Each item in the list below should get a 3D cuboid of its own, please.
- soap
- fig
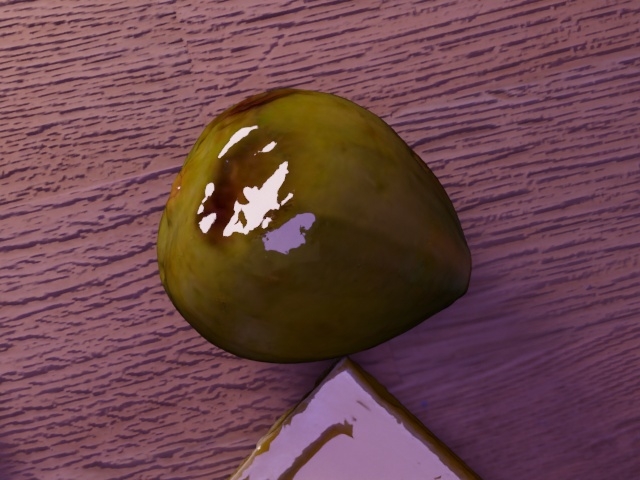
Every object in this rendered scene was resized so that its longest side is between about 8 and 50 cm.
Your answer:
[{"bbox_3d":[0.069,0.274,1.297,0.315,0.091,0.199,44,88,2],"label":"soap"},{"bbox_3d":[0.000,0.000,1.246,0.271,0.239,0.239,22,86,-12],"label":"fig"}]
